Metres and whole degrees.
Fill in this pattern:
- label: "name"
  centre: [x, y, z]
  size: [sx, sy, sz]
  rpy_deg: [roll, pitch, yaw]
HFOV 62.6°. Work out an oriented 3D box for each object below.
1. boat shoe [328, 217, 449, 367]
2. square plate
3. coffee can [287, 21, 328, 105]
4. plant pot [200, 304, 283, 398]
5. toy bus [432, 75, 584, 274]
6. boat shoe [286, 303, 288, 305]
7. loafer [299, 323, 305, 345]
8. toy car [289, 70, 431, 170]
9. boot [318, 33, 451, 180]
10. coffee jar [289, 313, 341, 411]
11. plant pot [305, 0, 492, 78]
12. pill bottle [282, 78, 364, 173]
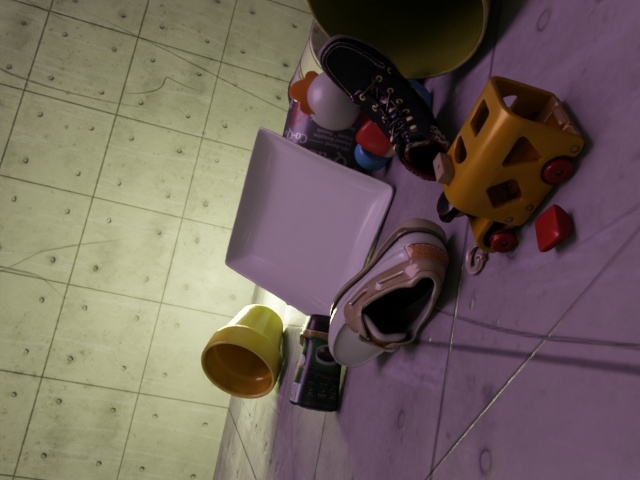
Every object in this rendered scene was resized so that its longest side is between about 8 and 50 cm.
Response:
- label: "boat shoe"
  centre: [0.085, 0.106, 0.771]
  size: [0.103, 0.113, 0.302]
  rpy_deg: [-81, 12, -49]
- label: "square plate"
  centre: [-0.036, -0.024, 1.143]
  size: [0.049, 0.344, 0.347]
  rpy_deg: [-18, -48, -56]
- label: "coffee can"
  centre: [0.036, -0.446, 1.406]
  size: [0.275, 0.201, 0.202]
  rpy_deg: [138, 144, -70]
- label: "plant pot"
  centre: [-0.235, 0.349, 1.750]
  size: [0.239, 0.254, 0.254]
  rpy_deg: [-68, -1, -54]
- label: "toy bus"
  centre: [0.175, -0.069, 0.561]
  size: [0.191, 0.104, 0.202]
  rpy_deg: [175, 108, -78]
- label: "boat shoe"
  centre: [-0.088, 0.162, 1.691]
  size: [0.133, 0.048, 0.042]
  rpy_deg: [112, 159, -53]
- label: "loafer"
  centre: [-0.024, 0.238, 1.299]
  size: [0.148, 0.056, 0.050]
  rpy_deg: [108, 172, -75]
- label: "toy car"
  centre: [0.061, -0.280, 1.010]
  size: [0.219, 0.237, 0.210]
  rpy_deg: [130, 151, -65]
- label: "boot"
  centre: [0.104, -0.197, 0.781]
  size: [0.085, 0.236, 0.179]
  rpy_deg: [-44, 30, 24]
- label: "coffee jar"
  centre: [0.001, 0.243, 1.059]
  size: [0.079, 0.096, 0.185]
  rpy_deg: [154, 129, -72]
- label: "plant pot"
  centre: [0.155, -0.451, 0.789]
  size: [0.294, 0.274, 0.275]
  rpy_deg: [-65, 7, -20]
- label: "pill bottle"
  centre: [0.000, -0.178, 1.253]
  size: [0.210, 0.210, 0.363]
  rpy_deg: [-129, 52, -76]
